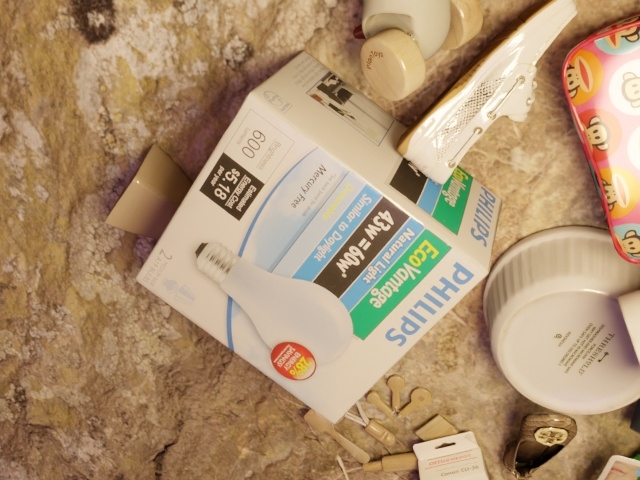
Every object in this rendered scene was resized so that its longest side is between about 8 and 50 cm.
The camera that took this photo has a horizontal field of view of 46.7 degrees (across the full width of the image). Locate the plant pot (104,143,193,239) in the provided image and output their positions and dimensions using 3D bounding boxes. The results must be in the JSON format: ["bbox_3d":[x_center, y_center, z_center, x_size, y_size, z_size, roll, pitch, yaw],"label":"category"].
[{"bbox_3d":[-0.261,-0.066,1.172,0.096,0.109,0.109,32,124,-17],"label":"plant pot"}]

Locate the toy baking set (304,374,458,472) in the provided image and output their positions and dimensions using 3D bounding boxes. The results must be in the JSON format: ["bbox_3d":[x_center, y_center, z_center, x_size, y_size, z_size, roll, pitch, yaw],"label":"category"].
[{"bbox_3d":[0.110,0.330,1.315,0.256,0.030,0.197,-18,106,19],"label":"toy baking set"}]

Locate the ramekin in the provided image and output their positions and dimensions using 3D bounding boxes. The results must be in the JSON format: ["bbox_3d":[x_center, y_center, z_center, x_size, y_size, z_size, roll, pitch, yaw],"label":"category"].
[{"bbox_3d":[0.363,0.125,1.053,0.272,0.127,0.273,8,120,14],"label":"ramekin"}]

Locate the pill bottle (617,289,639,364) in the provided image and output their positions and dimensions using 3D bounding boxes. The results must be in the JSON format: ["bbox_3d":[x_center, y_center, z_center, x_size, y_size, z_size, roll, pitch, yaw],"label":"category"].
[{"bbox_3d":[0.503,0.087,0.842,0.283,0.160,0.160,-20,111,20],"label":"pill bottle"}]

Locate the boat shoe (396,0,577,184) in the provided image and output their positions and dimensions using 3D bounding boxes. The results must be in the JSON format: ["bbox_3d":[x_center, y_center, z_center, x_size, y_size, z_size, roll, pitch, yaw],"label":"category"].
[{"bbox_3d":[0.220,-0.185,0.918,0.096,0.098,0.277,43,105,-6],"label":"boat shoe"}]

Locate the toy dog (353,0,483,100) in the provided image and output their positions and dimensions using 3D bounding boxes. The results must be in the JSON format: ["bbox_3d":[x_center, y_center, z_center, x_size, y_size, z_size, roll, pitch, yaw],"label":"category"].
[{"bbox_3d":[0.073,-0.339,0.870,0.161,0.220,0.334,21,121,44],"label":"toy dog"}]

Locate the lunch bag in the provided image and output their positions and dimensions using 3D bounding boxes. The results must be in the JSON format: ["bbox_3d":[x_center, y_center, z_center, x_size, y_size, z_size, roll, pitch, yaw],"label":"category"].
[{"bbox_3d":[0.439,-0.133,0.860,0.258,0.120,0.293,-15,100,24],"label":"lunch bag"}]

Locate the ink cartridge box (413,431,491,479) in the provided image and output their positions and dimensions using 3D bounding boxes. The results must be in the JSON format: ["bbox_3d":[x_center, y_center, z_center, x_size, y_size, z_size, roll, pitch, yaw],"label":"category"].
[{"bbox_3d":[0.240,0.433,1.285,0.115,0.067,0.198,-18,116,11],"label":"ink cartridge box"}]

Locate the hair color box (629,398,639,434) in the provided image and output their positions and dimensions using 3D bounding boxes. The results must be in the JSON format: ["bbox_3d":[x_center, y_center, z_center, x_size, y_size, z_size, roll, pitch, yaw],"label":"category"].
[{"bbox_3d":[0.643,0.281,0.999,0.374,0.185,0.114,18,88,8],"label":"hair color box"}]

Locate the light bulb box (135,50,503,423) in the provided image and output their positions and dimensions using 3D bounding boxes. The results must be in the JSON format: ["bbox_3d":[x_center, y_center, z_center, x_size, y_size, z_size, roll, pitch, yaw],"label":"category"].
[{"bbox_3d":[0.000,0.000,1.045,0.361,0.225,0.358,36,123,-3],"label":"light bulb box"}]

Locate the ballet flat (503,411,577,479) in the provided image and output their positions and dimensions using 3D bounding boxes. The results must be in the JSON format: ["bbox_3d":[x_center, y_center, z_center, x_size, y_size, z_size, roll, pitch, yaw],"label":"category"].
[{"bbox_3d":[0.336,0.326,1.157,0.084,0.058,0.250,14,149,5],"label":"ballet flat"}]

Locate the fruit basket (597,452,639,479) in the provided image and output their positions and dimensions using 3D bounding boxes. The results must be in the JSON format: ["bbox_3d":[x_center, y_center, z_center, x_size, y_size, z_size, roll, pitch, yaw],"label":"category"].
[{"bbox_3d":[0.571,0.492,1.174,0.326,0.165,0.353,15,125,10],"label":"fruit basket"}]
